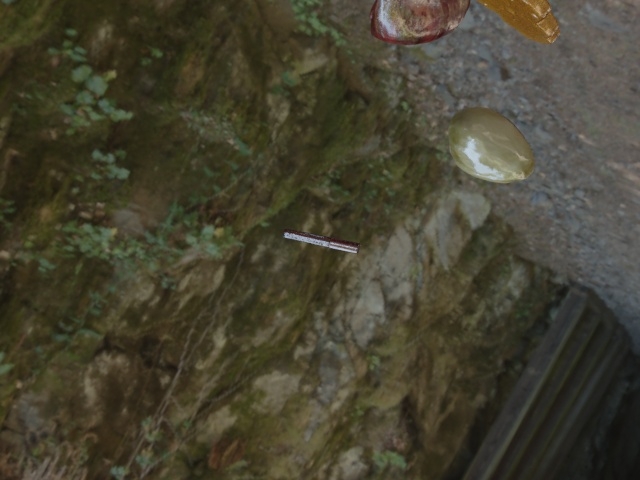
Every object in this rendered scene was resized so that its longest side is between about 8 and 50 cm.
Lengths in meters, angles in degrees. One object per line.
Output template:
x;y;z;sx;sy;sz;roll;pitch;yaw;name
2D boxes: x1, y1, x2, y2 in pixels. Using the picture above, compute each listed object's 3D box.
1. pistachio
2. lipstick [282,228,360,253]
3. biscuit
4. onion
0.321;-0.176;1.294;0.185;0.126;0.108;42;-169;16;pistachio
0.000;-0.001;1.491;0.176;0.027;0.027;13;175;16;lipstick
0.330;-0.475;1.264;0.333;0.047;0.202;29;-169;-33;biscuit
0.163;-0.349;1.030;0.098;0.206;0.151;32;148;20;onion
